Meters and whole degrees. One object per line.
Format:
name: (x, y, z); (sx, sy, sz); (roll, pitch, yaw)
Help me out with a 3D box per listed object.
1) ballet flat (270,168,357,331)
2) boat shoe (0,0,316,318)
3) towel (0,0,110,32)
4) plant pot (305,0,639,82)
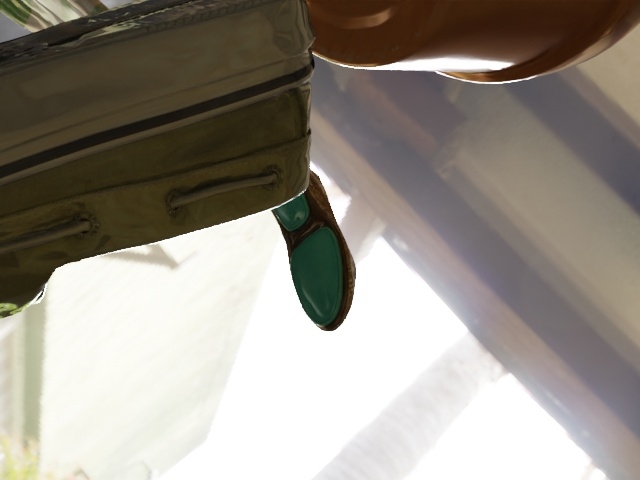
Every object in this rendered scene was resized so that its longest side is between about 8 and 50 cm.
ballet flat: (0.000, 0.000, 1.111); (0.073, 0.067, 0.206); (-34, -123, 26)
boat shoe: (-0.123, -0.016, 0.408); (0.109, 0.302, 0.094); (22, -52, 57)
towel: (-0.267, -0.222, 0.900); (0.325, 0.038, 0.248); (40, -8, -6)
plant pot: (0.077, -0.233, 0.774); (0.290, 0.203, 0.291); (20, -57, 36)
